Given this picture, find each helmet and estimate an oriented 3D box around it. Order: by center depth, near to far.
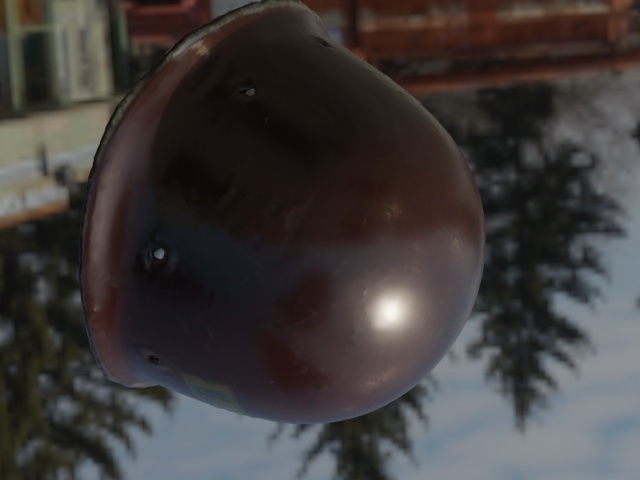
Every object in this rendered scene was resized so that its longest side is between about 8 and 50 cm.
[{"bbox_3d":[0.000,0.000,0.654,0.106,0.155,0.175,25,165,26],"label":"helmet"}]
